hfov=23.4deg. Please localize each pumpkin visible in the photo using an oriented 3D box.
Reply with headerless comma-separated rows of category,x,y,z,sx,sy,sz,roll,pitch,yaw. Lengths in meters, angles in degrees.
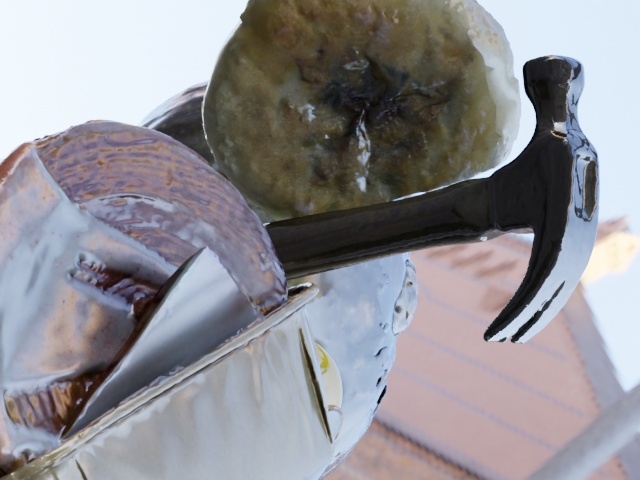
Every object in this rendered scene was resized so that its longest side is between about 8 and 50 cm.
pumpkin,-0.070,0.049,1.641,0.454,0.344,0.454,-177,-90,-88

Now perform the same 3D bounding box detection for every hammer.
hammer,0.000,0.000,1.046,0.440,0.044,0.168,-11,-106,45

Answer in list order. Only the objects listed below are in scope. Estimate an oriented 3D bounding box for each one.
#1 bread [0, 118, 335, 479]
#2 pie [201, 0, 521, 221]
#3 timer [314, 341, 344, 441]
bread,-0.098,0.053,0.714,0.142,0.224,0.212,-15,-78,44
pie,0.021,-0.105,1.051,0.218,0.052,0.185,-20,-69,19
timer,-0.039,0.129,1.303,0.109,0.107,0.107,8,-60,59
